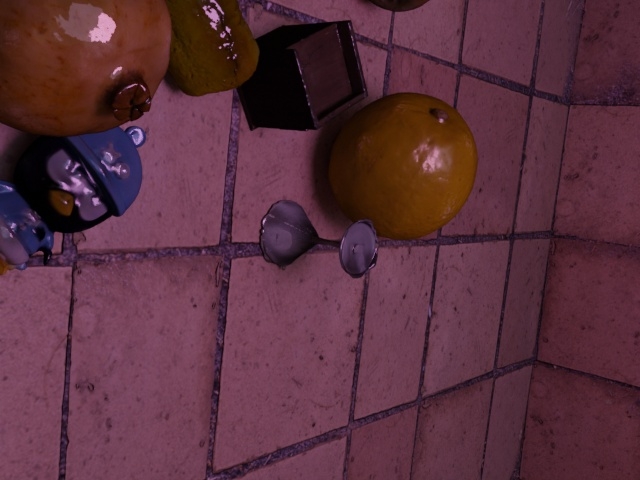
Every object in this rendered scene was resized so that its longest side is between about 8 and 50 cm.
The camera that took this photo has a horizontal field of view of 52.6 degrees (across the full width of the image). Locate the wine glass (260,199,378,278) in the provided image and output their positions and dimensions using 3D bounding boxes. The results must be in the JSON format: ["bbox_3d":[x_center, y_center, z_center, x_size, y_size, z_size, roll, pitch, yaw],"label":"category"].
[{"bbox_3d":[0.000,0.000,1.360,0.156,0.232,0.156,-12,107,-45],"label":"wine glass"}]

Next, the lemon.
[{"bbox_3d":[0.184,-0.167,1.441,0.348,0.348,0.348,-13,109,-45],"label":"lemon"}]

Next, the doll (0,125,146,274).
[{"bbox_3d":[-0.391,-0.080,0.988,0.314,0.141,0.177,-46,125,-26],"label":"doll"}]

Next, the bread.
[{"bbox_3d":[-0.230,-0.419,1.068,0.166,0.112,0.384,-26,122,-4],"label":"bread"}]

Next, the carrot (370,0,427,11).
[{"bbox_3d":[0.199,-0.691,1.435,0.224,0.224,0.341,36,66,-45],"label":"carrot"}]

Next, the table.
[{"bbox_3d":[-0.041,-0.317,1.271,0.169,0.193,0.173,-39,125,-35],"label":"table"}]

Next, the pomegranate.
[{"bbox_3d":[-0.351,-0.276,0.869,0.307,0.307,0.307,-13,109,-45],"label":"pomegranate"}]
